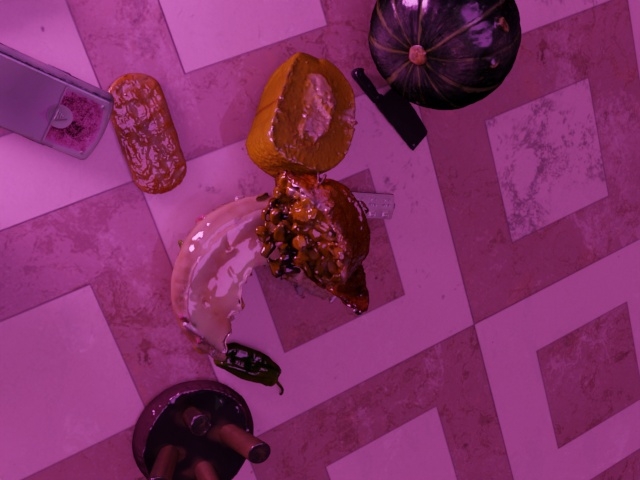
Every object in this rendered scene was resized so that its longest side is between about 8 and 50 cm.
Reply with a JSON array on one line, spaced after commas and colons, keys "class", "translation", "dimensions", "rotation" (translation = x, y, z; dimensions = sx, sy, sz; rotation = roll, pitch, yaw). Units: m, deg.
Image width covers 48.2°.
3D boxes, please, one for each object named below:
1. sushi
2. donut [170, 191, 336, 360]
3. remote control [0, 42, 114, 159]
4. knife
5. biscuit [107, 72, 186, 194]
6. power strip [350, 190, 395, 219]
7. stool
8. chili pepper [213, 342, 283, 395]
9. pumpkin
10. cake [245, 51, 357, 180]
[{"class": "sushi", "translation": [-0.003, -0.003, 1.409], "dimensions": [0.179, 0.167, 0.296], "rotation": [-44, 123, -43]}, {"class": "donut", "translation": [-0.150, 0.056, 1.514], "dimensions": [0.371, 0.150, 0.307], "rotation": [-27, 112, -17]}, {"class": "remote control", "translation": [-0.557, -0.270, 1.299], "dimensions": [0.344, 0.050, 0.145], "rotation": [23, 114, -27]}, {"class": "knife", "translation": [0.163, -0.315, 1.644], "dimensions": [0.072, 0.019, 0.245], "rotation": [-50, 118, -10]}, {"class": "biscuit", "translation": [-0.347, -0.212, 1.436], "dimensions": [0.118, 0.029, 0.247], "rotation": [-22, 109, -18]}, {"class": "power strip", "translation": [0.066, -0.084, 1.644], "dimensions": [0.253, 0.027, 0.060], "rotation": [2, 101, -24]}, {"class": "stool", "translation": [-0.256, 0.453, 1.539], "dimensions": [0.272, 0.178, 0.272], "rotation": [-5, 103, -21]}, {"class": "chili pepper", "translation": [-0.141, 0.289, 1.617], "dimensions": [0.204, 0.073, 0.072], "rotation": [29, 75, -27]}, {"class": "pumpkin", "translation": [0.256, -0.428, 1.488], "dimensions": [0.323, 0.323, 0.241], "rotation": [54, 55, -23]}, {"class": "cake", "translation": [-0.033, -0.247, 1.476], "dimensions": [0.179, 0.156, 0.260], "rotation": [27, 69, -25]}]
